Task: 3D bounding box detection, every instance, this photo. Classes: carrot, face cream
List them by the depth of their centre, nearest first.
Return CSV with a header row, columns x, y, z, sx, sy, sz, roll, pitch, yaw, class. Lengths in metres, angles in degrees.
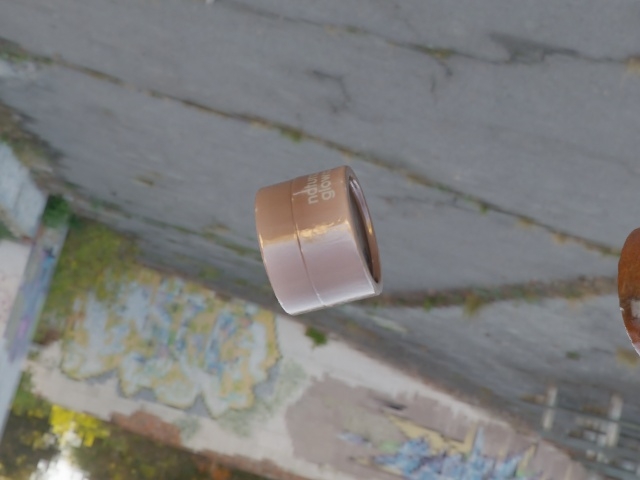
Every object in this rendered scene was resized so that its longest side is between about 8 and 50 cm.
x,y,z,sx,sy,sz,roll,pitch,yaw,class
0.000,0.000,1.248,0.104,0.149,0.149,-15,165,11,face cream
0.534,0.094,1.650,0.307,0.258,0.100,-2,167,-42,carrot
